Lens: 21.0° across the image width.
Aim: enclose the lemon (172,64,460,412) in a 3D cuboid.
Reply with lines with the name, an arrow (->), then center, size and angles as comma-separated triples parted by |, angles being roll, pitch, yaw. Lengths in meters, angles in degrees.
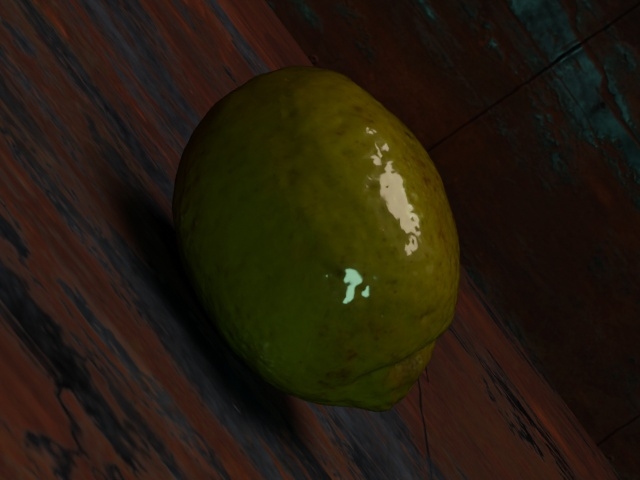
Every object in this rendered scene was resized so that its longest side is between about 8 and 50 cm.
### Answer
lemon -> 0.000, 0.000, 1.018 | 0.207, 0.170, 0.170 | 64, 11, 19
